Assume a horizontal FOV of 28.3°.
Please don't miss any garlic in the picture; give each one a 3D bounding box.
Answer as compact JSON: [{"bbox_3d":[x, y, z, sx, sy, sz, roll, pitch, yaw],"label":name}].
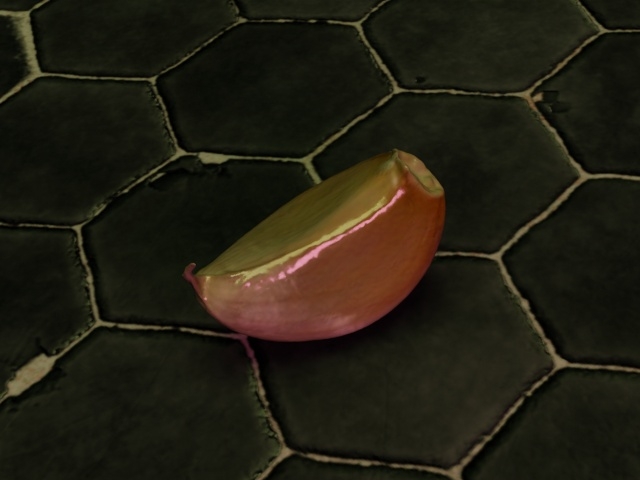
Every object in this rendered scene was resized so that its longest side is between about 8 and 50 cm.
[{"bbox_3d":[-0.004,0.009,1.145,0.245,0.164,0.145,-28,64,-12],"label":"garlic"}]
